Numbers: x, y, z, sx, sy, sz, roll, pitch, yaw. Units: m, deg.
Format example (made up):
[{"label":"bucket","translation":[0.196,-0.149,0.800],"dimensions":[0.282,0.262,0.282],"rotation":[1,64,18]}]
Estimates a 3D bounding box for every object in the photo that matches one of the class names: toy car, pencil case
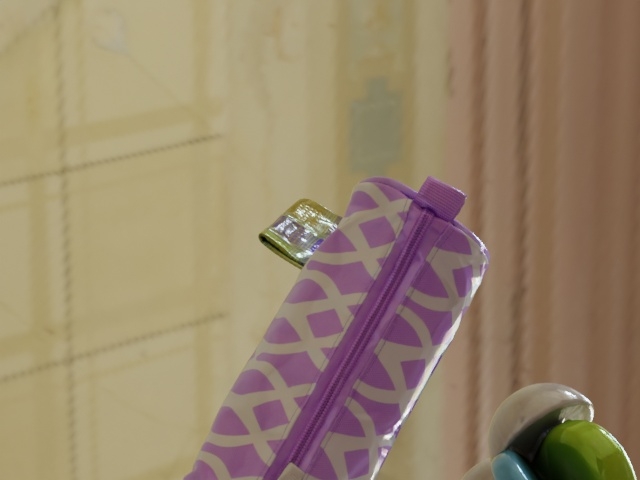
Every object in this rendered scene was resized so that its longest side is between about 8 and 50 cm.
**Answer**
[{"label":"toy car","translation":[0.132,0.192,1.248],"dimensions":[0.136,0.159,0.182],"rotation":[-13,-37,-31]},{"label":"pencil case","translation":[0.005,0.069,0.951],"dimensions":[0.206,0.086,0.088],"rotation":[-62,-10,-15]}]

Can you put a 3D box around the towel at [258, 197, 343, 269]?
[{"label":"towel","translation":[0.000,0.000,1.168],"dimensions":[0.009,0.060,0.083],"rotation":[-63,-10,24]}]
